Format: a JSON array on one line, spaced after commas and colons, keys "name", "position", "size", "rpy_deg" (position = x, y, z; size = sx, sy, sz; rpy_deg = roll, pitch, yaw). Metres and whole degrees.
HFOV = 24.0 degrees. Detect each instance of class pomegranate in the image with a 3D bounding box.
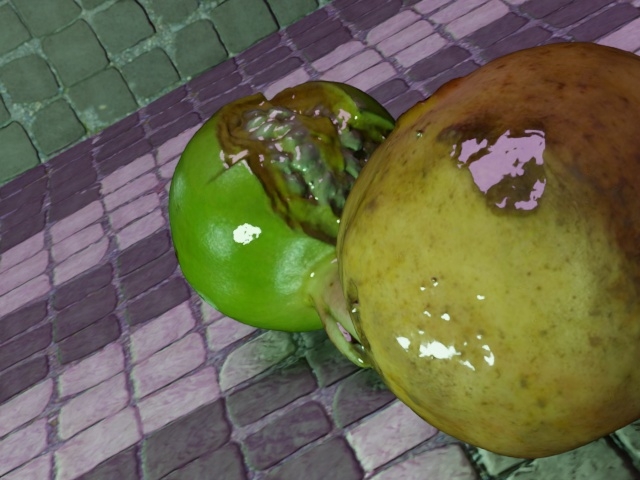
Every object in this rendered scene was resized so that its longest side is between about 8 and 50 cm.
[{"name": "pomegranate", "position": [0.148, 0.003, 1.003], "size": [0.281, 0.281, 0.281], "rpy_deg": [-25, 22, 11]}, {"name": "pomegranate", "position": [0.000, 0.000, 1.299], "size": [0.236, 0.236, 0.302], "rpy_deg": [-31, 55, -5]}]
